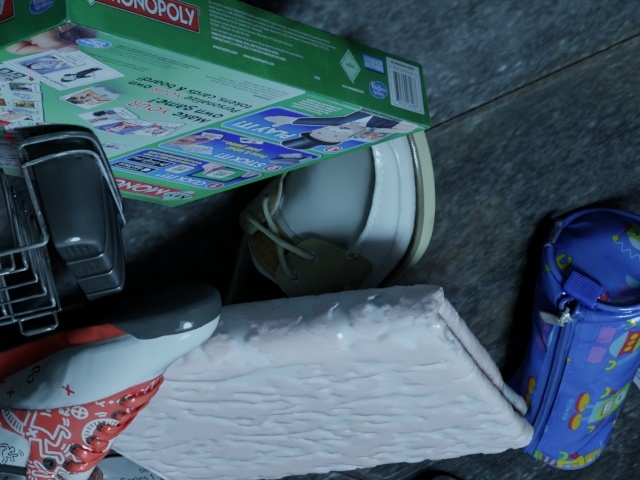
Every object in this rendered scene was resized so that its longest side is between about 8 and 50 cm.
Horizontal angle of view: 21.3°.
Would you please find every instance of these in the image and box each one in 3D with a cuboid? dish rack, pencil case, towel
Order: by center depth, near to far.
[{"bbox_3d":[-0.250,0.022,1.031,0.271,0.074,0.208,-14,167,-4],"label":"dish rack"},{"bbox_3d":[-0.025,0.118,1.322,0.332,0.053,0.317,-10,156,17],"label":"towel"},{"bbox_3d":[0.245,0.098,1.609,0.133,0.119,0.306,-37,154,-28],"label":"pencil case"}]

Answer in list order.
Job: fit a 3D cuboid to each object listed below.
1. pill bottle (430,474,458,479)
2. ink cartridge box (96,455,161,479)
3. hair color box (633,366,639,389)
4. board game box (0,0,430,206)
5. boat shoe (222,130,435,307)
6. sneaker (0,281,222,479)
[{"bbox_3d":[0.064,0.413,1.838,0.318,0.176,0.176,-40,149,12],"label":"pill bottle"},{"bbox_3d":[-0.236,0.292,1.470,0.160,0.092,0.219,-4,139,-41],"label":"ink cartridge box"},{"bbox_3d":[0.435,0.034,1.629,0.110,0.185,0.339,4,134,-47],"label":"hair color box"},{"bbox_3d":[-0.111,-0.083,0.985,0.213,0.046,0.317,-14,166,34],"label":"board game box"},{"bbox_3d":[0.000,0.000,1.246,0.103,0.113,0.302,-20,150,-24],"label":"boat shoe"},{"bbox_3d":[-0.159,0.127,1.167,0.270,0.145,0.090,-19,-175,26],"label":"sneaker"}]
